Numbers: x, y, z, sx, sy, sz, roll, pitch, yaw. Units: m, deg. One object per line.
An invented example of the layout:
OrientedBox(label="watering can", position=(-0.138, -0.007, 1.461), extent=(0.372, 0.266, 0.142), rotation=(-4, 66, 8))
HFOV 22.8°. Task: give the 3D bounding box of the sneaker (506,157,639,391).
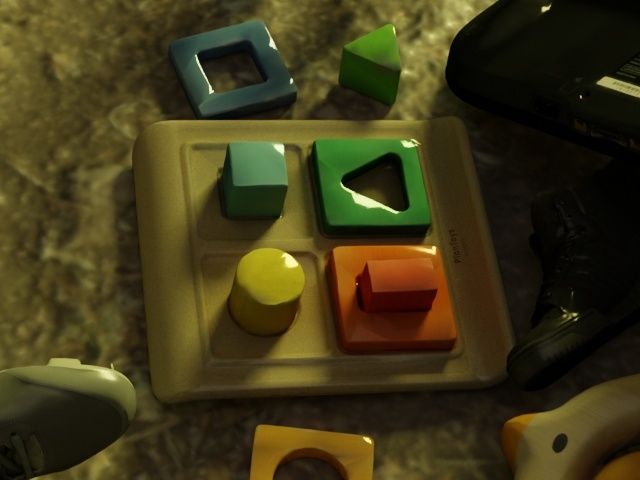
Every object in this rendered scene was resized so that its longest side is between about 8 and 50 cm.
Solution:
OrientedBox(label="sneaker", position=(0.138, 0.013, 0.868), extent=(0.170, 0.051, 0.089), rotation=(-28, 70, -37))

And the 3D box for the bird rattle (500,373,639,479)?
OrientedBox(label="bird rattle", position=(0.197, 0.146, 0.776), extent=(0.207, 0.143, 0.253), rotation=(-13, 71, -1))

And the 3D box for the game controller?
OrientedBox(label="game controller", position=(0.215, -0.096, 0.880), extent=(0.166, 0.067, 0.319), rotation=(-42, 39, -18))

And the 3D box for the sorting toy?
OrientedBox(label="sorting toy", position=(0.000, 0.000, 0.869), extent=(0.196, 0.047, 0.348), rotation=(-4, 57, -9))

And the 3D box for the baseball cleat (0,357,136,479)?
OrientedBox(label="baseball cleat", position=(-0.182, 0.122, 0.747), extent=(0.206, 0.072, 0.109), rotation=(-15, 44, -4))
